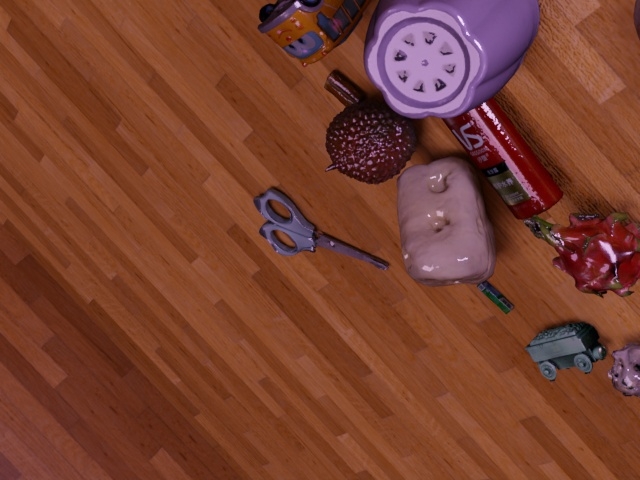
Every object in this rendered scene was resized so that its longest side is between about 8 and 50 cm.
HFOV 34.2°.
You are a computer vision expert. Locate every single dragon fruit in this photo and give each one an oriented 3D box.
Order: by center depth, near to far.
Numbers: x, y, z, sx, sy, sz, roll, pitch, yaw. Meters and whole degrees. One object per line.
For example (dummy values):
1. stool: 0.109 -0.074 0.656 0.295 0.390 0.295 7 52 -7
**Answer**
1. dragon fruit: 0.456 0.011 1.771 0.236 0.135 0.137 31 153 -12

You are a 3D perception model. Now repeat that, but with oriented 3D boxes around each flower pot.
1. flower pot: 0.189 -0.304 1.583 0.265 0.243 0.265 8 121 14

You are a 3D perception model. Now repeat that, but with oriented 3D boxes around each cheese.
1. cheese: 0.237 0.017 1.929 0.173 0.251 0.248 -14 135 11

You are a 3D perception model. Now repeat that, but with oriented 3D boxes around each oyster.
1. oyster: 0.593 0.248 1.969 0.108 0.053 0.166 10 131 3

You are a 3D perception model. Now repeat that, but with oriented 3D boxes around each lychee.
1. lychee: 0.087 -0.179 1.947 0.165 0.165 0.197 45 128 -1

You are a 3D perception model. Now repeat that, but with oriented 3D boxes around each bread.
1. bread: 0.044 -0.283 1.997 0.083 0.036 0.047 42 149 8

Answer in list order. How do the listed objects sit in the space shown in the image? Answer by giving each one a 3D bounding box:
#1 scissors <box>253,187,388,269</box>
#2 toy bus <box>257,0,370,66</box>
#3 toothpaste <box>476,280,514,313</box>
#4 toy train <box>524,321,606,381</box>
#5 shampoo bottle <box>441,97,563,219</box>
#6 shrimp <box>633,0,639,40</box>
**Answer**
1. scissors: -0.001 0.001 2.342 0.360 0.029 0.191 23 139 28
2. toy bus: -0.002 -0.399 1.784 0.136 0.209 0.126 45 146 -20
3. toothpaste: 0.354 0.114 2.106 0.083 0.017 0.020 43 143 3
4. toy train: 0.481 0.214 2.039 0.172 0.070 0.099 -25 96 53
5. shampoo bottle: 0.294 -0.177 1.812 0.314 0.076 0.118 52 160 -10
6. shrimp: 0.510 -0.273 1.435 0.251 0.052 0.143 42 165 55
